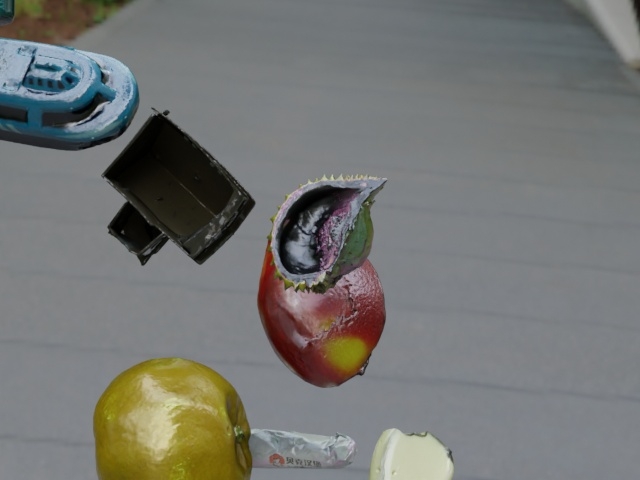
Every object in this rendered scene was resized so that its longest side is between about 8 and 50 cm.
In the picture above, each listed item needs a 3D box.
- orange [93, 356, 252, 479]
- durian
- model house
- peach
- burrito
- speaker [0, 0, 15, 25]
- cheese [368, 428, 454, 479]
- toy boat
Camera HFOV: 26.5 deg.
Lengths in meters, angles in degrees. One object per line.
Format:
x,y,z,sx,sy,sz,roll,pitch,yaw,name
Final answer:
-0.221,0.312,2.044,0.235,0.279,0.279,-14,18,-2,orange
0.002,0.002,1.732,0.119,0.187,0.108,19,-23,22,durian
-0.233,-0.062,2.133,0.211,0.204,0.243,44,2,1,model house
-0.012,0.073,1.957,0.189,0.279,0.068,-30,-22,6,peach
-0.042,0.334,2.176,0.203,0.064,0.064,0,16,11,burrito
-0.546,-0.398,2.300,0.060,0.075,0.094,0,-10,-9,speaker
0.102,0.373,1.949,0.127,0.050,0.255,44,48,-8,cheese
-0.375,-0.201,1.682,0.299,0.134,0.092,9,-24,12,toy boat
